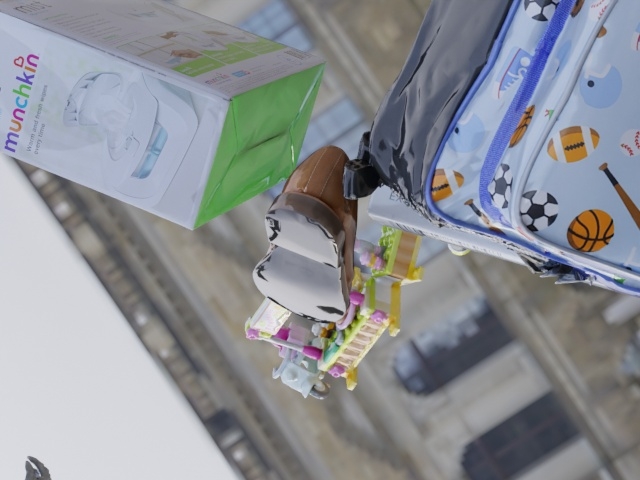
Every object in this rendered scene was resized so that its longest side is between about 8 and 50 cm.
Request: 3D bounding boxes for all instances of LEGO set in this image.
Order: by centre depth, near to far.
[{"bbox_3d":[0.017,0.007,1.595,0.107,0.287,0.132,18,-157,-17],"label":"LEGO set"}]

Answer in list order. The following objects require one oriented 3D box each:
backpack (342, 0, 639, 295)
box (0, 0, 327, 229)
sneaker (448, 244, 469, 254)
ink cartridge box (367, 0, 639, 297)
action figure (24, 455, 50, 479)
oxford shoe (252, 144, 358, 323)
[{"bbox_3d":[0.198,-0.088,1.229,0.263,0.277,0.213,18,-163,-33],"label":"backpack"},{"bbox_3d":[-0.150,-0.130,1.694,0.231,0.127,0.262,21,-163,12],"label":"box"},{"bbox_3d":[0.131,-0.030,1.742,0.035,0.031,0.083,71,-159,-79],"label":"sneaker"},{"bbox_3d":[0.232,-0.129,1.409,0.324,0.330,0.071,16,179,21],"label":"ink cartridge box"},{"bbox_3d":[-0.339,0.226,1.802,0.275,0.141,0.164,40,166,39],"label":"action figure"},{"bbox_3d":[0.000,0.000,1.396,0.076,0.076,0.212,24,155,4],"label":"oxford shoe"}]
